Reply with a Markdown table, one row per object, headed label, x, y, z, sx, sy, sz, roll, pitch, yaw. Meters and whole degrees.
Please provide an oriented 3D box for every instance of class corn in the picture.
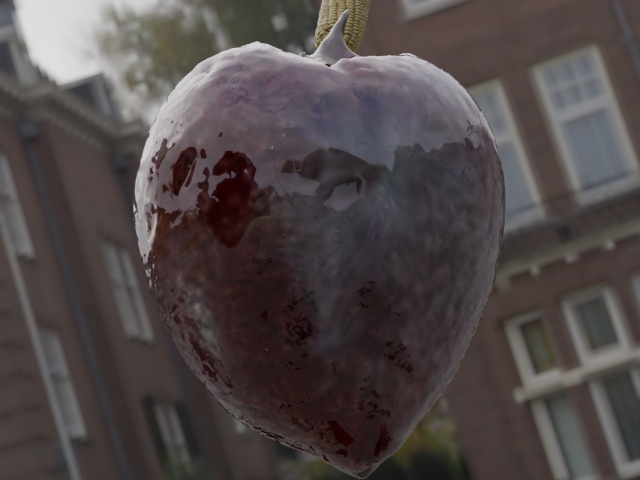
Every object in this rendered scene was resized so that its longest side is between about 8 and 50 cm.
| label | x | y | z | sx | sy | sz | roll | pitch | yaw |
| --- | --- | --- | --- | --- | --- | --- | --- | --- | --- |
| corn | 0.016 | -0.164 | 1.419 | 0.037 | 0.092 | 0.037 | 7 | -41 | 6 |

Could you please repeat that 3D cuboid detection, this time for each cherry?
| label | x | y | z | sx | sy | sz | roll | pitch | yaw |
| --- | --- | --- | --- | --- | --- | --- | --- | --- | --- |
| cherry | 0.000 | 0.000 | 1.237 | 0.230 | 0.300 | 0.203 | 0 | -11 | -30 |
